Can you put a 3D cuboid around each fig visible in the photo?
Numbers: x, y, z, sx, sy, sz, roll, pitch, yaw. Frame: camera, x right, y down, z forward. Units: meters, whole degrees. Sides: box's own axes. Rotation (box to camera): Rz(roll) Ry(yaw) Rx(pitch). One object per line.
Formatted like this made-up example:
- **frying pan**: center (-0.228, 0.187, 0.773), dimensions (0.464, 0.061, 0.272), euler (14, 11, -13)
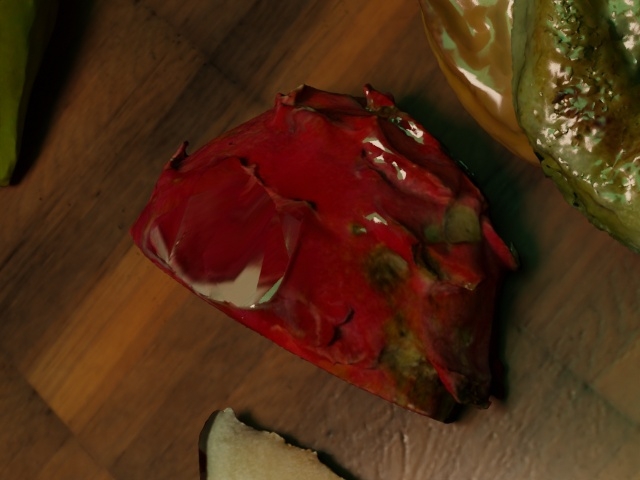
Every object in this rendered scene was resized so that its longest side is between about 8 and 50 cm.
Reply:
- **fig**: center (-0.266, -0.171, 1.021), dimensions (0.167, 0.167, 0.233), euler (-13, 64, 22)

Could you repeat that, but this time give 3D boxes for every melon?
- **melon**: center (-0.010, 0.172, 0.864), dimensions (0.182, 0.054, 0.098), euler (22, 81, 29)

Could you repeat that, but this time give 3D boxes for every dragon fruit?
- **dragon fruit**: center (0.000, 0.000, 0.864), dimensions (0.262, 0.189, 0.163), euler (33, 122, 25)

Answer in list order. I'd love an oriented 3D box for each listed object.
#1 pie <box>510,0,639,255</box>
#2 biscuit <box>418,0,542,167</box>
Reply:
- **pie**: center (0.230, -0.109, 0.722), dimensions (0.277, 0.078, 0.277), euler (-2, 82, 12)
- **biscuit**: center (0.199, -0.165, 0.827), dimensions (0.296, 0.102, 0.296), euler (-3, 77, 15)
